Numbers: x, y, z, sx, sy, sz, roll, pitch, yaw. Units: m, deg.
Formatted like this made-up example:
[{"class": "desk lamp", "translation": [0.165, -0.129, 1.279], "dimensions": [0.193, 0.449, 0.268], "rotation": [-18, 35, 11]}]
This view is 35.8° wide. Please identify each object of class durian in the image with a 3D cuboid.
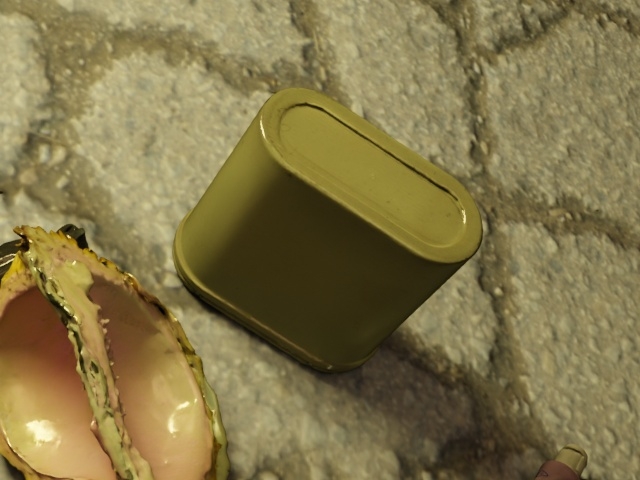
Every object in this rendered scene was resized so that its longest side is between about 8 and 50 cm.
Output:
[{"class": "durian", "translation": [-0.162, 0.141, 0.846], "dimensions": [0.195, 0.185, 0.305], "rotation": [-13, 71, -53]}]

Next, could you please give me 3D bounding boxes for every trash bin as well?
[{"class": "trash bin", "translation": [0.000, 0.000, 0.947], "dimensions": [0.243, 0.247, 0.121], "rotation": [33, 53, -7]}]

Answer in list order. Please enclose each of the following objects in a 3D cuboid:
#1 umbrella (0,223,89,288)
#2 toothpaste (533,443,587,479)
[{"class": "umbrella", "translation": [-0.306, 0.044, 0.884], "dimensions": [0.066, 0.059, 0.235], "rotation": [14, 36, 36]}, {"class": "toothpaste", "translation": [0.191, 0.314, 0.980], "dimensions": [0.075, 0.048, 0.301], "rotation": [45, 54, -1]}]
